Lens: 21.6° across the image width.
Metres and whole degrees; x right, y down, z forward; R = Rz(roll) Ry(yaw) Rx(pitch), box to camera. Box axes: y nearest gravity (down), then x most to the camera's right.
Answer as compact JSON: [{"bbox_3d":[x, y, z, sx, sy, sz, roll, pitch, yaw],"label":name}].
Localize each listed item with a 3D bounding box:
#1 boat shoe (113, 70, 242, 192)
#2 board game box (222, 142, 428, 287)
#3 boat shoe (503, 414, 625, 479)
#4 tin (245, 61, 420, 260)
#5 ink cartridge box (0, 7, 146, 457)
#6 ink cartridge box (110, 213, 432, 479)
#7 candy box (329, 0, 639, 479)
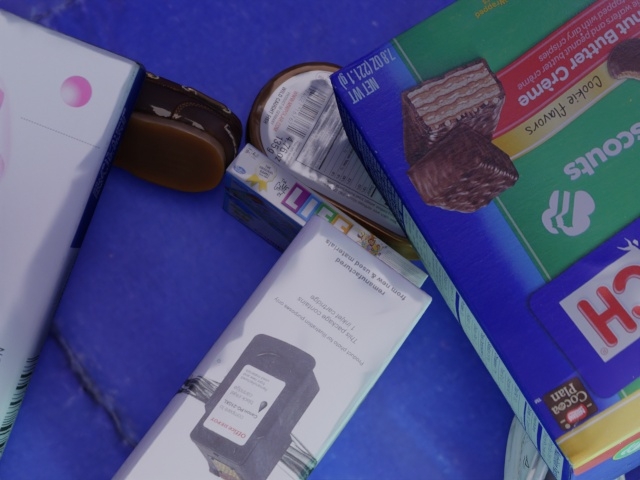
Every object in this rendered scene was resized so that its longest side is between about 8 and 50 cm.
[{"bbox_3d":[-0.157,-0.096,1.220,0.207,0.073,0.073,23,37,-2],"label":"boat shoe"},{"bbox_3d":[0.000,0.000,1.186,0.154,0.103,0.026,37,76,4],"label":"board game box"},{"bbox_3d":[0.165,0.234,1.146,0.098,0.096,0.277,3,76,-6],"label":"boat shoe"},{"bbox_3d":[0.034,-0.059,1.240,0.189,0.040,0.106,28,80,2],"label":"tin"},{"bbox_3d":[-0.328,-0.028,1.143,0.330,0.071,0.324,20,91,-1],"label":"ink cartridge box"},{"bbox_3d":[-0.042,0.119,1.117,0.100,0.172,0.237,36,76,4],"label":"ink cartridge box"},{"bbox_3d":[0.198,-0.033,1.121,0.268,0.122,0.317,-31,71,-1],"label":"candy box"}]
